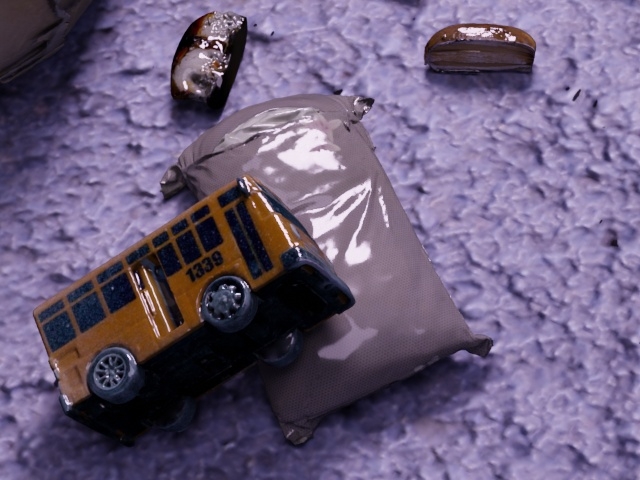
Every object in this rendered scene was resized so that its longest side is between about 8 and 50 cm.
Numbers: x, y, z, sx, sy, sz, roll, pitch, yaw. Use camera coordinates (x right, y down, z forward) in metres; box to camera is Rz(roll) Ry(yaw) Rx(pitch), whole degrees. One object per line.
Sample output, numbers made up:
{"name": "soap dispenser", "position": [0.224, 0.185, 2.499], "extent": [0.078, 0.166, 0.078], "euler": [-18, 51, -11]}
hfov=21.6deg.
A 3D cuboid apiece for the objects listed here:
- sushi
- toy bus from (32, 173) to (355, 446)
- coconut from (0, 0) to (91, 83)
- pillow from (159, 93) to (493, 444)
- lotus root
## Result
{"name": "sushi", "position": [-0.086, -0.137, 1.245], "extent": [0.046, 0.044, 0.083], "euler": [11, 55, 9]}
{"name": "toy bus", "position": [-0.080, 0.041, 1.062], "extent": [0.182, 0.091, 0.103], "euler": [-32, 58, 10]}
{"name": "coconut", "position": [-0.266, -0.270, 1.203], "extent": [0.323, 0.323, 0.323], "euler": [-1, 56, 2]}
{"name": "pillow", "position": [0.000, 0.000, 1.140], "extent": [0.169, 0.059, 0.255], "euler": [-20, 58, -11]}
{"name": "lotus root", "position": [0.118, -0.146, 1.245], "extent": [0.083, 0.037, 0.030], "euler": [0, 52, 3]}
